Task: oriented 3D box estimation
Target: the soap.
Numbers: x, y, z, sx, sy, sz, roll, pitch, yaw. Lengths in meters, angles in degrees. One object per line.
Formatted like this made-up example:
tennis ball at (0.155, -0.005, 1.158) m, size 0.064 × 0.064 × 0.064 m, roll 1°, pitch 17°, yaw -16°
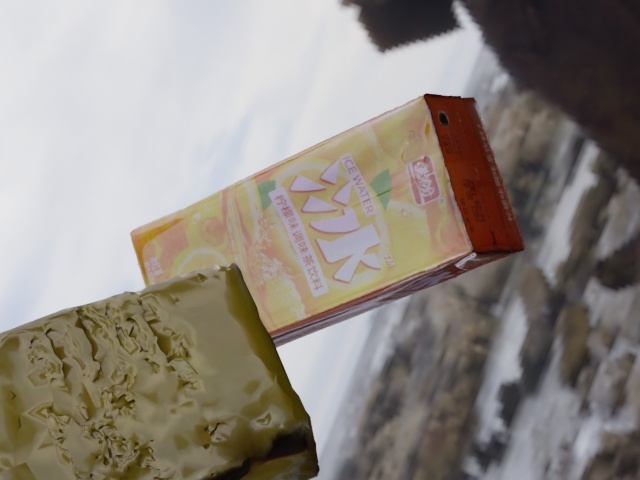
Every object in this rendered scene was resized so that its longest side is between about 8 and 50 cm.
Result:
soap at (-0.114, 0.109, 0.582) m, size 0.257 × 0.080 × 0.160 m, roll -39°, pitch -26°, yaw 21°

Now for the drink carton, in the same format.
drink carton at (0.000, 0.000, 0.955) m, size 0.223 × 0.096 × 0.071 m, roll -24°, pitch -11°, yaw 31°
